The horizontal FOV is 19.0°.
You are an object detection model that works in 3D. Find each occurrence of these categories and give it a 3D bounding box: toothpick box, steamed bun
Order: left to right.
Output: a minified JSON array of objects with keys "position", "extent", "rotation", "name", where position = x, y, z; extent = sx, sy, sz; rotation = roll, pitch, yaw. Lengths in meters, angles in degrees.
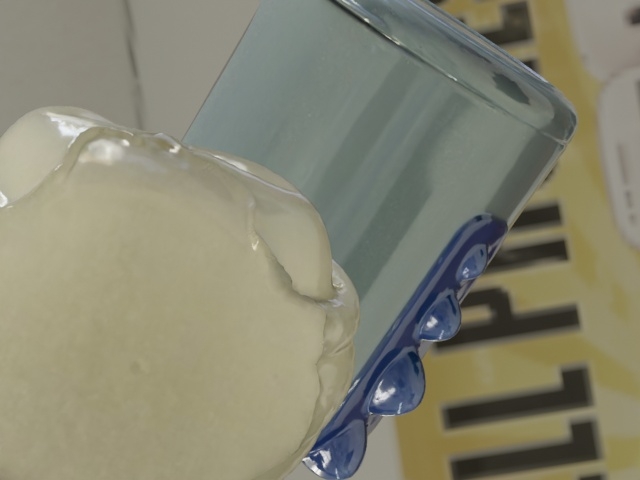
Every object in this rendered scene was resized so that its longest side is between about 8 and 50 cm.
[{"position":[-0.077,0.034,0.758],"extent":[0.106,0.183,0.183],"rotation":[-76,-26,-76],"name":"steamed bun"},{"position":[0.000,0.000,1.328],"extent":[0.263,0.355,0.263],"rotation":[33,-170,-6],"name":"toothpick box"}]
